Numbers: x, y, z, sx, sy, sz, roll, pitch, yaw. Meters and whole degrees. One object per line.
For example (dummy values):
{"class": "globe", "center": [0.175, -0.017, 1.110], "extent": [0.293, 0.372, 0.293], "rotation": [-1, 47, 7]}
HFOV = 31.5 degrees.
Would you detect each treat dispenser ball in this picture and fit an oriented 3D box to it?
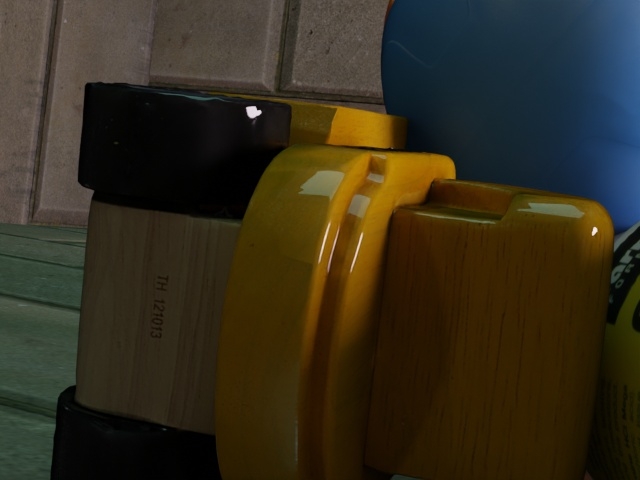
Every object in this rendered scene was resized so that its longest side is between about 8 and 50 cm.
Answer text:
{"class": "treat dispenser ball", "center": [0.183, -0.118, 0.753], "extent": [0.288, 0.288, 0.288], "rotation": [7, 2, 0]}

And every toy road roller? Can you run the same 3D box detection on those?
{"class": "toy road roller", "center": [0.028, 0.035, 0.586], "extent": [0.240, 0.203, 0.329], "rotation": [9, 6, 18]}

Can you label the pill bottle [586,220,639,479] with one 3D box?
{"class": "pill bottle", "center": [0.220, 0.069, 0.501], "extent": [0.187, 0.188, 0.334], "rotation": [7, 1, -10]}
